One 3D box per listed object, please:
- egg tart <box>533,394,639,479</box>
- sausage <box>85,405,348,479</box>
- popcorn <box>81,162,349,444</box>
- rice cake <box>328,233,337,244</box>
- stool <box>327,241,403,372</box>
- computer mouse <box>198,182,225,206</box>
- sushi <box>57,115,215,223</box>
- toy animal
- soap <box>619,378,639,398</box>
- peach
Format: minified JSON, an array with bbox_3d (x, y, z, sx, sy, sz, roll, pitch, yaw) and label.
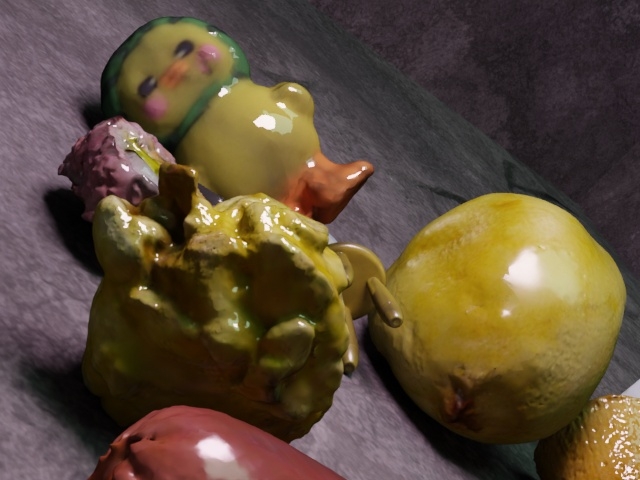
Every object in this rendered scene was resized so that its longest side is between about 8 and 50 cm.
[{"bbox_3d":[0.383,0.315,1.608,0.202,0.202,0.147,35,28,-26],"label":"egg tart"},{"bbox_3d":[-0.043,0.221,0.904,0.280,0.152,0.152,35,18,-26],"label":"sausage"},{"bbox_3d":[-0.087,0.055,1.049,0.266,0.233,0.192,61,18,-25],"label":"popcorn"},{"bbox_3d":[0.000,0.000,1.749,0.180,0.030,0.042,48,22,17],"label":"rice cake"},{"bbox_3d":[0.028,0.073,1.498,0.135,0.134,0.110,-4,29,0],"label":"stool"},{"bbox_3d":[-0.157,-0.035,1.386,0.135,0.079,0.047,42,11,12],"label":"computer mouse"},{"bbox_3d":[-0.168,-0.030,1.301,0.241,0.107,0.161,35,17,-51],"label":"sushi"},{"bbox_3d":[-0.115,-0.117,1.513,0.338,0.216,0.191,42,-11,7],"label":"toy animal"},{"bbox_3d":[0.525,0.332,1.885,0.347,0.115,0.208,44,8,-51],"label":"soap"},{"bbox_3d":[0.231,0.103,1.594,0.281,0.314,0.315,59,12,-27],"label":"peach"}]
